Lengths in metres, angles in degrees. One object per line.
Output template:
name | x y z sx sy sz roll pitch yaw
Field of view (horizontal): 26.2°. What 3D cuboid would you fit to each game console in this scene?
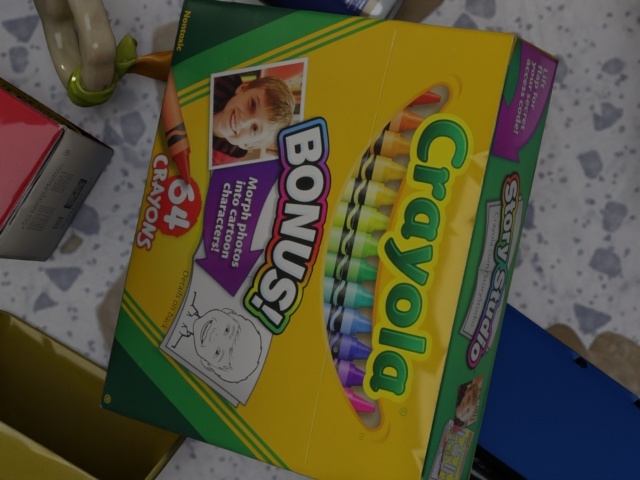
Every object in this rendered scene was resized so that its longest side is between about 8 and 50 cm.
game console | 0.174 0.238 1.216 0.293 0.173 0.250 36 110 3

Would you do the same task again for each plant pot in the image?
plant pot | -0.264 0.209 1.177 0.212 0.212 0.187 30 101 2

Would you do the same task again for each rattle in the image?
rattle | -0.197 -0.227 1.249 0.143 0.130 0.199 -23 61 -9

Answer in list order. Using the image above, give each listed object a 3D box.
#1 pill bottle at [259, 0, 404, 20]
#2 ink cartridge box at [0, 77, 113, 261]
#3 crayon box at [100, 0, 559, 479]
pill bottle | -0.011 -0.241 1.228 0.169 0.094 0.094 34 90 3
ink cartridge box | -0.355 -0.115 1.147 0.309 0.272 0.130 32 90 2
crayon box | 0.000 0.000 1.125 0.313 0.106 0.362 12 91 33
